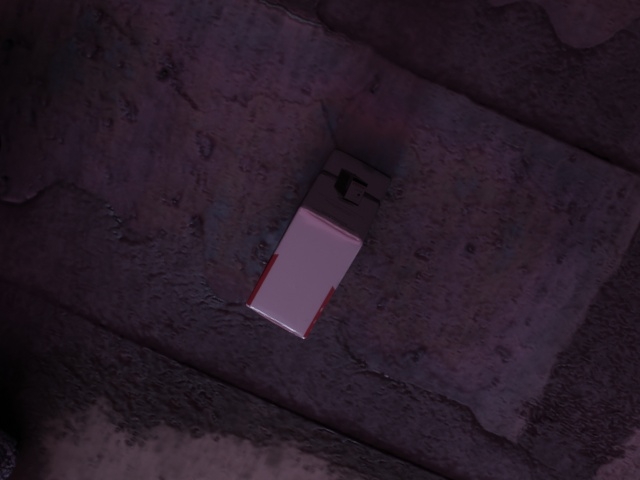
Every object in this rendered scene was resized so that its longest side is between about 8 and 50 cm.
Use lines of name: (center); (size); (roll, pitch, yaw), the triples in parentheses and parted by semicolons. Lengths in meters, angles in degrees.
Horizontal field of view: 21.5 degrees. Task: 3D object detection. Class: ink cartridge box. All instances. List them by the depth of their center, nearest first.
ink cartridge box: (0.000, 0.000, 1.318); (0.056, 0.135, 0.099); (30, 115, -1)

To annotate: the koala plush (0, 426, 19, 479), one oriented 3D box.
koala plush: (-0.398, 0.202, 1.412); (0.203, 0.196, 0.221); (40, 84, -2)
